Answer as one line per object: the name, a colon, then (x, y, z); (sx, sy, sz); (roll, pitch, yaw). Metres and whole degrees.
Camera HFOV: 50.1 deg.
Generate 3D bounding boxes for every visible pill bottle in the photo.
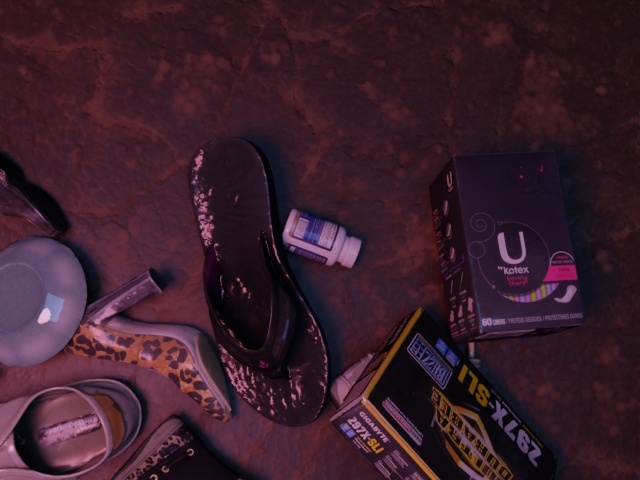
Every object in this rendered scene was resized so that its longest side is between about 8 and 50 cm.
pill bottle: (0.000, 0.000, 1.074); (0.120, 0.067, 0.067); (21, 80, -3)

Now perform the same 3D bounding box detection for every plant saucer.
plant saucer: (-0.436, 0.084, 0.993); (0.195, 0.037, 0.195); (-4, 75, 14)

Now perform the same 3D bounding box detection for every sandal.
sandal: (-0.113, 0.067, 1.006); (0.168, 0.107, 0.445); (-18, 87, 18)

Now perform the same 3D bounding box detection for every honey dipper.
honey dipper: (0.245, 0.147, 1.104); (0.030, 0.030, 0.160); (6, 78, -6)

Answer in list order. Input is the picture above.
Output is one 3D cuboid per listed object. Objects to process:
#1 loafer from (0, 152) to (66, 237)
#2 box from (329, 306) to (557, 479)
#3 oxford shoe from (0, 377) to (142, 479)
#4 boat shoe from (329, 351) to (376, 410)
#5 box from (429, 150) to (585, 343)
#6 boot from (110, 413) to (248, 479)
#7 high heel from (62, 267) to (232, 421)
loafer: (-0.459, -0.060, 1.040); (0.170, 0.062, 0.061); (44, 102, 4)
box: (0.188, 0.284, 0.969); (0.322, 0.257, 0.079); (48, 121, 1)
oxford shoe: (-0.473, 0.311, 0.946); (0.449, 0.130, 0.169); (-21, 87, -8)
boat shoe: (0.137, 0.320, 1.024); (0.103, 0.118, 0.320); (-36, 79, -11)
box: (0.278, 0.013, 1.053); (0.165, 0.143, 0.270); (-4, 75, -8)
boot: (-0.213, 0.382, 0.950); (0.179, 0.085, 0.236); (35, 56, 6)
high heel: (-0.259, 0.192, 1.024); (0.186, 0.093, 0.261); (-31, 95, 8)
